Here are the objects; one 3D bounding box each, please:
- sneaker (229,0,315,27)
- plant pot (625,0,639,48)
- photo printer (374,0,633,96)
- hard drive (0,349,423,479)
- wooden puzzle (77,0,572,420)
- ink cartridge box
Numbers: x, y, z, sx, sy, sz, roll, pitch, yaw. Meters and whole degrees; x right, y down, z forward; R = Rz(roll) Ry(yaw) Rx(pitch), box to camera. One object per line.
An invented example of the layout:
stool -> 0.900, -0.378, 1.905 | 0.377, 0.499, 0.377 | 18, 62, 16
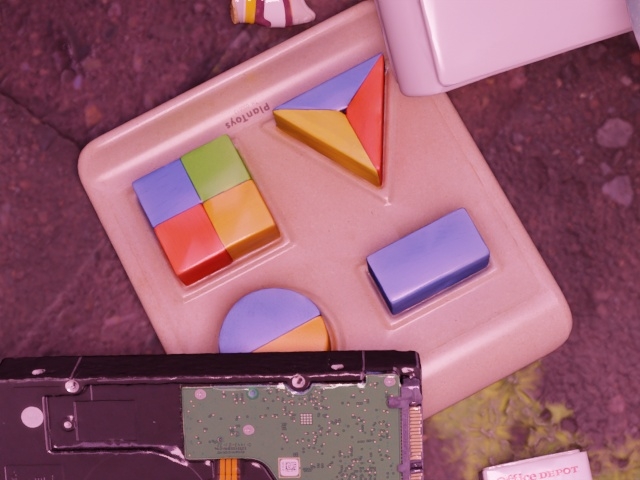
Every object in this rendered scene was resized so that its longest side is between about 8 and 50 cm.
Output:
sneaker -> -0.037, -0.281, 1.342 | 0.084, 0.069, 0.185 | 3, 85, -6
plant pot -> 0.401, -0.155, 1.152 | 0.196, 0.293, 0.293 | -34, 77, 34
photo printer -> 0.145, -0.299, 1.239 | 0.256, 0.107, 0.307 | -19, 102, -20
hard drive -> -0.086, 0.206, 1.203 | 0.339, 0.064, 0.237 | -2, 106, 3
wooden puzzle -> 0.000, 0.000, 1.275 | 0.322, 0.080, 0.348 | -28, 80, -3
ink cartridge box -> 0.186, 0.240, 1.237 | 0.088, 0.052, 0.122 | -10, 80, 0
